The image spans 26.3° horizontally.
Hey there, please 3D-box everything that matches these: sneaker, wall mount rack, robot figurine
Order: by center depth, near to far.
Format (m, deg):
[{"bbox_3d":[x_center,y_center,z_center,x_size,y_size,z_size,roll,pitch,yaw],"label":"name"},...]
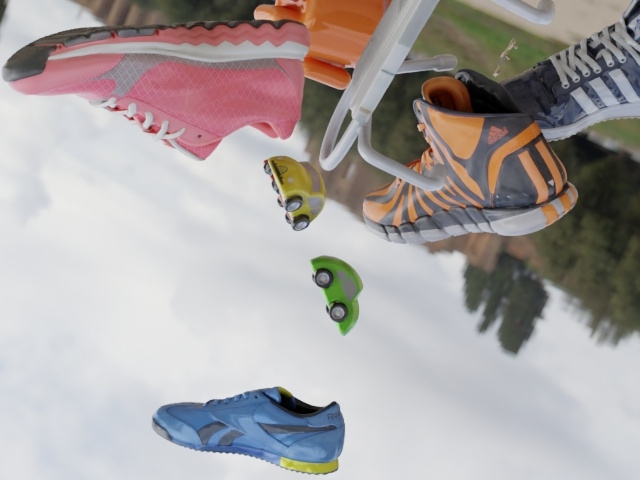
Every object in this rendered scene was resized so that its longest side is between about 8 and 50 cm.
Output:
[{"bbox_3d":[-0.144,-0.140,1.313,0.314,0.136,0.116,-7,-170,-28],"label":"sneaker"},{"bbox_3d":[0.128,-0.215,1.356,0.130,0.350,0.304,24,-147,-11],"label":"wall mount rack"},{"bbox_3d":[-0.073,0.176,1.385,0.209,0.082,0.069,8,-166,21],"label":"sneaker"},{"bbox_3d":[0.320,-0.206,1.557,0.282,0.153,0.099,-10,-127,-11],"label":"sneaker"},{"bbox_3d":[0.143,-0.101,1.563,0.124,0.180,0.321,-39,-161,-35],"label":"sneaker"},{"bbox_3d":[0.024,-0.303,1.847,0.219,0.128,0.158,11,-123,-28],"label":"robot figurine"}]

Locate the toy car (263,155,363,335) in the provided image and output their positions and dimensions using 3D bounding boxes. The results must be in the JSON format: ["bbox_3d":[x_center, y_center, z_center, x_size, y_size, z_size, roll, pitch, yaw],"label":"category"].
[{"bbox_3d":[0.000,0.000,1.590,0.239,0.053,0.225,-146,32,-86],"label":"toy car"}]

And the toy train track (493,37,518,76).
[{"bbox_3d":[0.318,-0.312,2.345,0.014,0.083,0.048,33,154,-7],"label":"toy train track"}]
